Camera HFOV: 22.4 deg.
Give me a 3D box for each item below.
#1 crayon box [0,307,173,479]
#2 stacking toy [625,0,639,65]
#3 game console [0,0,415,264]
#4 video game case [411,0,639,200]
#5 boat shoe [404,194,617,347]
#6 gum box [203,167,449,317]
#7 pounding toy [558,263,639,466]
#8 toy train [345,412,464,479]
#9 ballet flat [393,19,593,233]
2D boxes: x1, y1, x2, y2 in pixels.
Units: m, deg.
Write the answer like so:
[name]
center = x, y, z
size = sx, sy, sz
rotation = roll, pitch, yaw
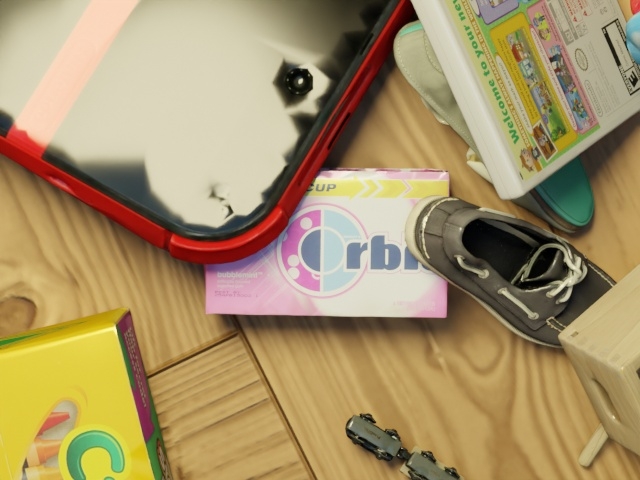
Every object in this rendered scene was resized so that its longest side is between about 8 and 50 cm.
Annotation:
[crayon box]
center = -0.254, 0.264, 1.211
size = 0.313, 0.106, 0.362
rotation = -14, 95, 3
[stacking toy]
center = 0.282, -0.275, 1.136
size = 0.166, 0.175, 0.301
rotation = -15, 78, 32
[game console]
center = -0.103, -0.212, 1.158
size = 0.342, 0.060, 0.386
rotation = 30, 82, 4
[video game case]
center = 0.142, -0.160, 1.132
size = 0.023, 0.193, 0.212
rotation = -16, 103, 46
[boat shoe]
center = 0.156, 0.029, 1.167
size = 0.206, 0.065, 0.075
rotation = 27, 82, -26
[gum box]
center = 0.000, 0.000, 1.202
size = 0.188, 0.062, 0.107
rotation = 1, 95, 1
[pounding toy]
center = 0.242, 0.097, 1.182
size = 0.130, 0.100, 0.141
rotation = -39, 123, -14
[toy train]
center = 0.087, 0.180, 1.231
size = 0.158, 0.036, 0.027
rotation = 32, 76, 0
[ballet flat]
center = 0.125, -0.084, 1.179
size = 0.068, 0.072, 0.213
rotation = -8, 134, 41
